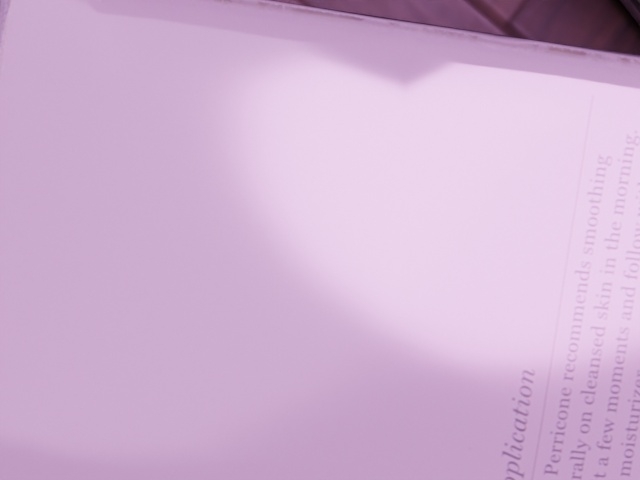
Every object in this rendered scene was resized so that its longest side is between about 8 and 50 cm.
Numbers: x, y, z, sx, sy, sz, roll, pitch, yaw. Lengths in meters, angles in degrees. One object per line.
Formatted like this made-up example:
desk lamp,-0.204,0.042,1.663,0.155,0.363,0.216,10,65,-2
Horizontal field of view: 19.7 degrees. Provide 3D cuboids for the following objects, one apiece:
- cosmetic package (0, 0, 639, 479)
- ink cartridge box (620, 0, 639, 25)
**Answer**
cosmetic package,0.000,0.000,0.553,0.224,0.224,0.138,8,95,-13
ink cartridge box,0.141,-0.149,0.580,0.114,0.197,0.273,-43,104,-6
